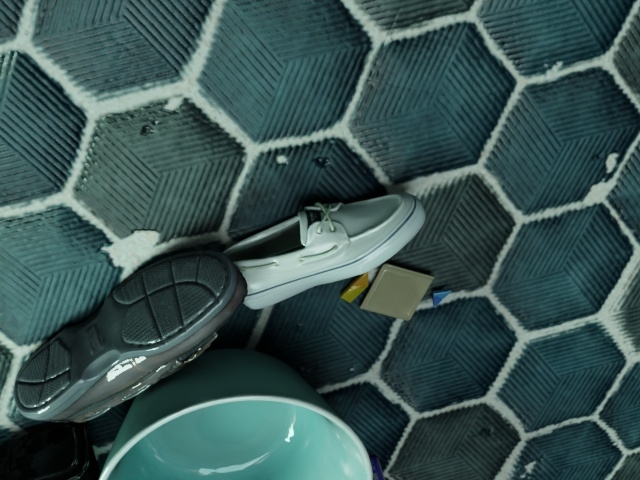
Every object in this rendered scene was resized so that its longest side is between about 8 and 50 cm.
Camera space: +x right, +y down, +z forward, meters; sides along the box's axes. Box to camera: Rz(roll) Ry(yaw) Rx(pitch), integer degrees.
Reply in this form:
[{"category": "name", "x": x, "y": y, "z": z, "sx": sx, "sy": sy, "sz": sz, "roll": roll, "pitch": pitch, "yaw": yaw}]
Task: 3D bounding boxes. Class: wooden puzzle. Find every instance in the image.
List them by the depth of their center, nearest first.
[{"category": "wooden puzzle", "x": 0.088, "y": 0.059, "z": 1.246, "sx": 0.116, "sy": 0.014, "sz": 0.078, "roll": 22, "pitch": 120, "yaw": -25}]

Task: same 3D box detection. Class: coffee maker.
[{"category": "coffee maker", "x": -0.291, "y": 0.305, "z": 1.273, "sx": 0.171, "sy": 0.120, "sz": 0.178, "roll": -27, "pitch": 130, "yaw": -24}]

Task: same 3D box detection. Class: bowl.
[{"category": "bowl", "x": -0.107, "y": 0.246, "z": 1.233, "sx": 0.311, "sy": 0.163, "sz": 0.311, "roll": -6, "pitch": 124, "yaw": -9}]

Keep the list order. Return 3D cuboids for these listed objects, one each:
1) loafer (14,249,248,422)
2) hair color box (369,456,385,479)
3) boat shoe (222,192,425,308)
[{"category": "loafer", "x": -0.197, "y": 0.111, "z": 1.172, "sx": 0.302, "sy": 0.109, "sz": 0.095, "roll": -31, "pitch": 143, "yaw": 17}, {"category": "hair color box", "x": 0.040, "y": 0.473, "z": 1.405, "sx": 0.110, "sy": 0.185, "sz": 0.339, "roll": -6, "pitch": 125, "yaw": -9}, {"category": "boat shoe", "x": 0.000, "y": 0.000, "z": 1.142, "sx": 0.226, "sy": 0.083, "sz": 0.076, "roll": -28, "pitch": 126, "yaw": 7}]
